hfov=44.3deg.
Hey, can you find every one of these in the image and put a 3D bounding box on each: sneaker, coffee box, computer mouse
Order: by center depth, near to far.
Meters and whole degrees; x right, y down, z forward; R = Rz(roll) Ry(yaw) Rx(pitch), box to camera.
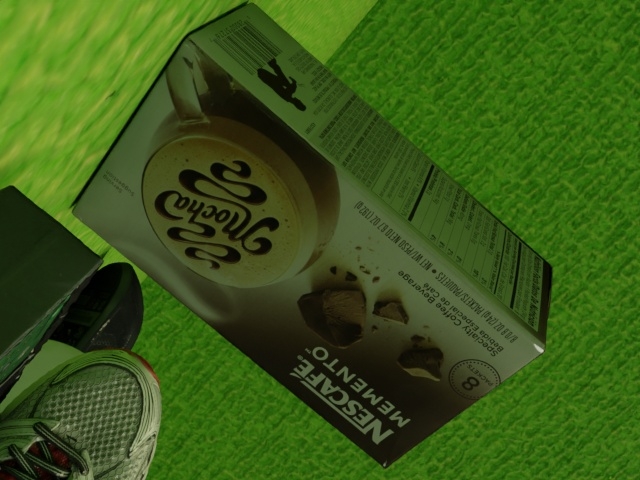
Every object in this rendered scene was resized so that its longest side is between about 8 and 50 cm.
[{"bbox_3d":[-0.157,0.148,0.381,0.225,0.088,0.093,-52,-175,-21],"label":"sneaker"},{"bbox_3d":[0.000,0.000,0.566,0.168,0.297,0.119,-46,-173,31],"label":"coffee box"},{"bbox_3d":[-0.293,0.149,0.926,0.188,0.072,0.272,7,-123,53],"label":"computer mouse"}]

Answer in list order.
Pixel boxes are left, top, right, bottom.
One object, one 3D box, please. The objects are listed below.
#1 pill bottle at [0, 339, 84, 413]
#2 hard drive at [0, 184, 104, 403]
[{"bbox_3d":[-0.306,0.231,0.709,0.283,0.161,0.161,-48,-174,20],"label":"pill bottle"},{"bbox_3d":[-0.247,0.143,0.343,0.339,0.064,0.237,-45,-172,35],"label":"hard drive"}]
